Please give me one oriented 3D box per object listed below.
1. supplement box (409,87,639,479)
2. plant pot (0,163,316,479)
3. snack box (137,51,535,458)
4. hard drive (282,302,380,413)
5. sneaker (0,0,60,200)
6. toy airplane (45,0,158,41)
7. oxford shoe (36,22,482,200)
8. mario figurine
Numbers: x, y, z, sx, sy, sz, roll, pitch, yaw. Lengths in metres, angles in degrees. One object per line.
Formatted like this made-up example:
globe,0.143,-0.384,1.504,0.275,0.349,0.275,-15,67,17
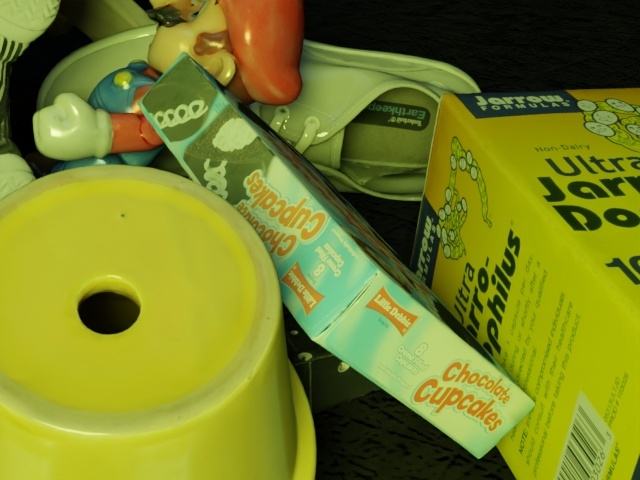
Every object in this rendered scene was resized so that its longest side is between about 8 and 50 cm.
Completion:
supplement box,0.219,0.055,0.773,0.194,0.195,0.356,-4,33,-18
plant pot,-0.119,0.093,0.629,0.254,0.239,0.254,5,53,-7
snack box,0.000,0.000,0.777,0.060,0.187,0.322,-46,41,5
hard drive,-0.149,0.079,0.873,0.339,0.064,0.237,-15,36,-22
sneaker,-0.306,-0.136,0.840,0.137,0.366,0.210,-8,18,-42
toy airplane,-0.307,-0.297,1.149,0.384,0.386,0.272,5,45,6
oxford shoe,-0.054,-0.116,1.083,0.449,0.169,0.130,4,35,-4
mario figurine,-0.156,-0.141,0.945,0.320,0.170,0.198,-38,47,13
